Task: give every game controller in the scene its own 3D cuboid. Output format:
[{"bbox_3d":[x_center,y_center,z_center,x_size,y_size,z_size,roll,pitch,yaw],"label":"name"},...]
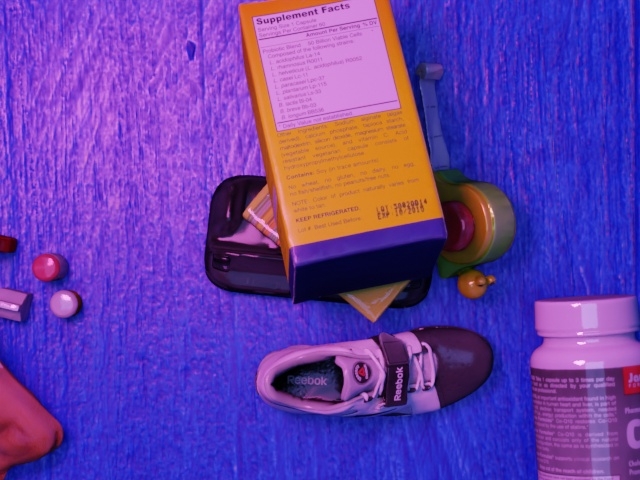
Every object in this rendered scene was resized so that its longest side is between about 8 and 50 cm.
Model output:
[{"bbox_3d":[0.000,0.000,1.756,0.319,0.067,0.166,6,75,2],"label":"game controller"}]

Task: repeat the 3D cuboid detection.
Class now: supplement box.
[{"bbox_3d":[0.022,-0.125,1.634,0.194,0.195,0.356,-11,74,-5],"label":"supplement box"}]

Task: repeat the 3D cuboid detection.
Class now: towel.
[{"bbox_3d":[0.013,0.001,1.713,0.237,0.021,0.102,39,82,10],"label":"towel"}]

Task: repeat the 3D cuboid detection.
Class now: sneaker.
[{"bbox_3d":[0.075,0.186,1.703,0.330,0.146,0.122,-9,87,1],"label":"sneaker"}]

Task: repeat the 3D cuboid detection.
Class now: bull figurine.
[{"bbox_3d":[-0.488,0.199,1.706,0.188,0.101,0.310,-32,109,12],"label":"bull figurine"}]

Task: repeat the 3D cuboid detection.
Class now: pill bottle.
[{"bbox_3d":[0.363,0.217,1.680,0.161,0.161,0.283,-4,89,2],"label":"pill bottle"}]

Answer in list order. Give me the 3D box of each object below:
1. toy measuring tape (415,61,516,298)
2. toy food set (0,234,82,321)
[{"bbox_3d":[0.199,-0.085,1.711,0.121,0.121,0.330,-7,89,2],"label":"toy measuring tape"},{"bbox_3d":[-0.447,0.049,1.741,0.232,0.104,0.111,14,90,2],"label":"toy food set"}]
